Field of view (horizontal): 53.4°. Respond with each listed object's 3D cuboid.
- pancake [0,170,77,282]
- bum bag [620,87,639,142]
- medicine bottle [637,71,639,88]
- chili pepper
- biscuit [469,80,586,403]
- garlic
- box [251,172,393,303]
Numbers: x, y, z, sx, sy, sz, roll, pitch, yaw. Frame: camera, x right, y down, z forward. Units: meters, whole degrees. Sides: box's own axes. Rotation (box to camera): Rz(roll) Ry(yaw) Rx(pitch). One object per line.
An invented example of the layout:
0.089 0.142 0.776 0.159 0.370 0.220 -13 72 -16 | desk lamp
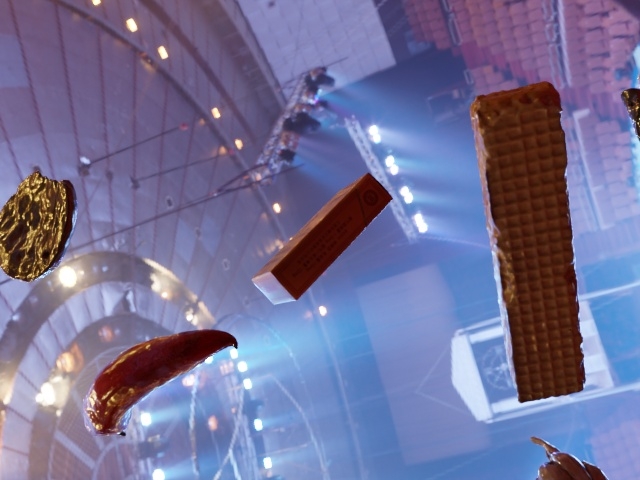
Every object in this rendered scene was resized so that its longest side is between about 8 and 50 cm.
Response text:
-0.537 -0.028 1.199 0.042 0.236 0.223 26 -118 -56 | pancake
0.652 -0.154 1.138 0.326 0.079 0.142 44 -122 -6 | bum bag
0.617 -0.188 0.931 0.309 0.076 0.111 43 158 24 | medicine bottle
-0.289 0.238 1.012 0.137 0.368 0.092 27 -139 -30 | chili pepper
0.245 0.013 0.735 0.054 0.094 0.379 -82 -21 -67 | biscuit
0.404 0.402 1.069 0.194 0.127 0.131 -117 3 -51 | garlic
0.000 0.000 1.229 0.076 0.274 0.174 47 162 -8 | box
